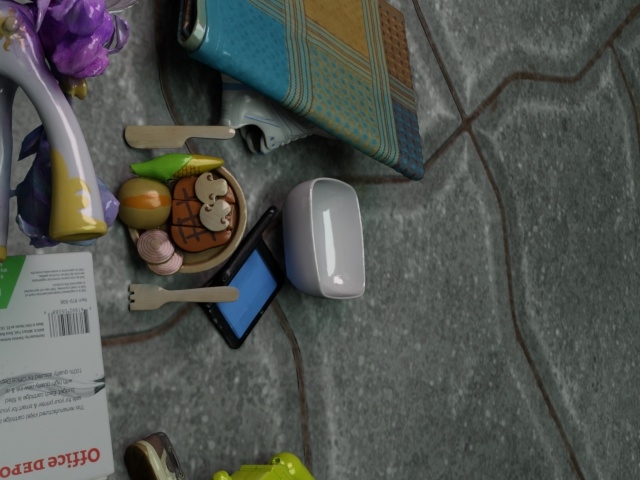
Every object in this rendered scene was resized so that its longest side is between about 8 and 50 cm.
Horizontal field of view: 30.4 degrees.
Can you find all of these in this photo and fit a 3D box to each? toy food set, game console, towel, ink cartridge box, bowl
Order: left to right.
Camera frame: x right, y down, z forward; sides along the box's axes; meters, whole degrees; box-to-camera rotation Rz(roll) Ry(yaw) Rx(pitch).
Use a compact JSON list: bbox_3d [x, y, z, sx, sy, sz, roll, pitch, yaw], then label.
[{"bbox_3d":[-0.274,0.120,1.039,0.153,0.087,0.208,-2,84,-49],"label":"ink cartridge box"},{"bbox_3d":[-0.141,-0.028,1.200,0.132,0.038,0.192,-3,84,-5],"label":"toy food set"},{"bbox_3d":[-0.072,0.040,1.295,0.071,0.107,0.122,37,52,-4],"label":"game console"},{"bbox_3d":[-0.017,-0.244,1.362,0.370,0.040,0.271,27,47,-40],"label":"towel"},{"bbox_3d":[0.000,0.000,1.375,0.142,0.053,0.142,6,79,-65],"label":"bowl"}]

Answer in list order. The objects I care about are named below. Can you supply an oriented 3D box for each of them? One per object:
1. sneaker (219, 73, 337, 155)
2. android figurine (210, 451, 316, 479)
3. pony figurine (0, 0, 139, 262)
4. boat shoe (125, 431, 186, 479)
[{"bbox_3d":[-0.049,-0.134,1.361,0.191,0.071,0.083,16,86,-43],"label":"sneaker"},{"bbox_3d":[-0.051,0.346,1.245,0.273,0.056,0.248,54,40,-41],"label":"android figurine"},{"bbox_3d":[-0.272,-0.168,0.959,0.351,0.303,0.363,-3,77,-27],"label":"pony figurine"},{"bbox_3d":[-0.145,0.265,1.185,0.049,0.056,0.152,-30,106,-41],"label":"boat shoe"}]
